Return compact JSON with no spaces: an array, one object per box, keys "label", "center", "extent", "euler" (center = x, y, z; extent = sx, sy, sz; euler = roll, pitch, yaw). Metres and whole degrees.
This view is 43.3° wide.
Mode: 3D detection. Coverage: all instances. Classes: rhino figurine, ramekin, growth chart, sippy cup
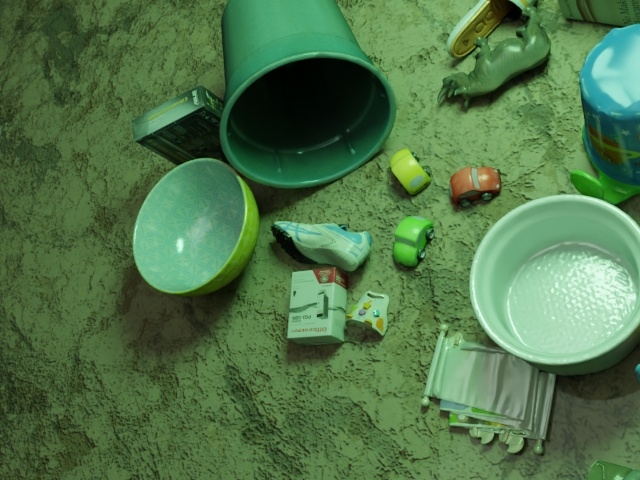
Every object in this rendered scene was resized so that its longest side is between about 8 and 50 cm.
[{"label":"rhino figurine","center":[0.323,-0.331,1.526],"extent":[0.243,0.073,0.106],"euler":[-31,55,18]},{"label":"ramekin","center":[0.387,0.079,1.272],"extent":[0.277,0.135,0.277],"euler":[-12,62,23]},{"label":"growth chart","center":[0.278,0.250,1.348],"extent":[0.237,0.021,0.172],"euler":[15,79,34]},{"label":"sippy cup","center":[0.515,-0.218,1.273],"extent":[0.239,0.224,0.306],"euler":[-7,67,28]}]

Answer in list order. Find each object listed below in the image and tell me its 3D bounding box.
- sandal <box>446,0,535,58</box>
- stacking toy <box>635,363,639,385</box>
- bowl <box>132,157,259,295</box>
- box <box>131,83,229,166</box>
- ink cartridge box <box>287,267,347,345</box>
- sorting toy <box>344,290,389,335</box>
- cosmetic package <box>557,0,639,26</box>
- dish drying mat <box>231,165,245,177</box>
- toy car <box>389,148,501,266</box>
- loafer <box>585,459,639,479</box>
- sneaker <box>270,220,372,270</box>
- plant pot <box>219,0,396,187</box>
[{"label":"sandal","center":[0.356,-0.441,1.543],"extent":[0.265,0.102,0.076],"euler":[-50,55,15]},{"label":"stacking toy","center":[0.565,0.097,1.180],"extent":[0.175,0.166,0.302],"euler":[-6,53,33]},{"label":"bowl","center":[-0.230,-0.008,1.672],"extent":[0.289,0.156,0.290],"euler":[-12,65,26]},{"label":"box","center":[-0.259,-0.228,1.734],"extent":[0.183,0.231,0.056],"euler":[-22,64,23]},{"label":"ink cartridge box","center":[-0.005,0.127,1.545],"extent":[0.099,0.056,0.135],"euler":[-8,66,27]},{"label":"sorting toy","center":[0.091,0.128,1.504],"extent":[0.083,0.045,0.075],"euler":[11,58,33]},{"label":"cosmetic package","center":[0.564,-0.454,1.385],"extent":[0.296,0.153,0.129],"euler":[21,81,36]},{"label":"dish drying mat","center":[-0.166,-0.155,1.785],"extent":[0.083,0.008,0.032],"euler":[9,75,33]},{"label":"toy car","center":[0.193,-0.060,1.504],"extent":[0.239,0.053,0.225],"euler":[19,81,35]},{"label":"loafer","center":[0.381,0.431,1.181],"extent":[0.251,0.094,0.087],"euler":[-54,42,-4]},{"label":"sneaker","center":[0.000,0.000,1.589],"extent":[0.237,0.085,0.086],"euler":[15,50,39]},{"label":"plant pot","center":[-0.053,-0.342,1.619],"extent":[0.341,0.341,0.334],"euler":[-28,51,18]}]
